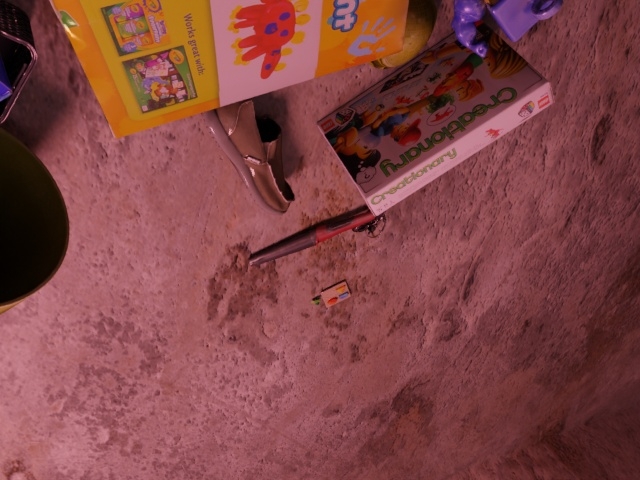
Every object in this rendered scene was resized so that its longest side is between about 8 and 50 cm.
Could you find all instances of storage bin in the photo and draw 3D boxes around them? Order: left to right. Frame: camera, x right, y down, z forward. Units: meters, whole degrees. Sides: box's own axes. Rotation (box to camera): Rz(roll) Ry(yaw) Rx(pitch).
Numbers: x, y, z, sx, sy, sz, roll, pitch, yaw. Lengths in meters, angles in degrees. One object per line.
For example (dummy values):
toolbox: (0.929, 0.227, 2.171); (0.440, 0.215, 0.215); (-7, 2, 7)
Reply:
storage bin: (-0.420, -0.218, 0.749); (0.180, 0.084, 0.122); (18, 122, -42)

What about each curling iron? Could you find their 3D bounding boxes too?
curling iron: (0.000, 0.000, 1.263); (0.274, 0.035, 0.068); (-19, 139, -12)

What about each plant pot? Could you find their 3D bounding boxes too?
plant pot: (-0.510, 0.023, 0.847); (0.275, 0.274, 0.293); (19, 138, -42)

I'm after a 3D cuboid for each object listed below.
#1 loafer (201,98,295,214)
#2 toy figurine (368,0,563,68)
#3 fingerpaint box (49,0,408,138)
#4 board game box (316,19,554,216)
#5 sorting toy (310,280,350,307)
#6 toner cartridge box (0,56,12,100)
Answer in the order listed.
loafer: (-0.089, -0.131, 1.026); (0.087, 0.094, 0.251); (-27, 141, 5)
toy figurine: (0.211, -0.338, 0.886); (0.362, 0.217, 0.191); (-40, 139, 13)
fingerpaint box: (-0.096, -0.337, 0.655); (0.371, 0.163, 0.444); (-19, 155, -8)
board game box: (0.163, -0.190, 1.034); (0.305, 0.193, 0.053); (-33, 141, 5)
sorting toy: (0.021, 0.119, 1.421); (0.083, 0.012, 0.062); (-26, 141, -4)
toner cartridge box: (-0.446, -0.200, 0.571); (0.165, 0.075, 0.348); (-30, 153, 3)
